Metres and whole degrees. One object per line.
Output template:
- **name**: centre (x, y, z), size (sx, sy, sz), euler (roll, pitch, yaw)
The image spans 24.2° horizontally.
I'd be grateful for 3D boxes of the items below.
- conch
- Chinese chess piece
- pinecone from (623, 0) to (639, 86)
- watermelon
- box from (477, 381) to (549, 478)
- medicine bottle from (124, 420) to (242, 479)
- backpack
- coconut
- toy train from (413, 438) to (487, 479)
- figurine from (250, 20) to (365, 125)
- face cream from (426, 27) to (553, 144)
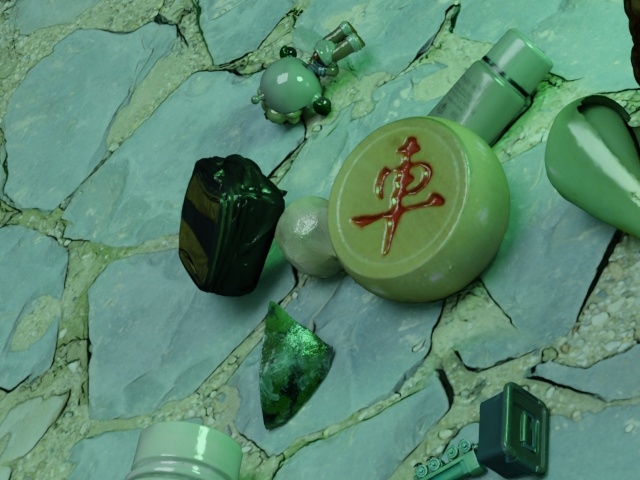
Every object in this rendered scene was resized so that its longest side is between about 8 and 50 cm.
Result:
- **conch**: centre (0.380, -0.083, 1.778), size (0.250, 0.143, 0.137), euler (29, 119, 38)
- **Chinese chess piece**: centre (0.124, -0.042, 1.941), size (0.251, 0.097, 0.251), euler (-17, 61, 33)
- **pinecone**: centre (0.504, -0.256, 1.634), size (0.398, 0.398, 0.398), euler (-24, 42, 24)
- **watermelon**: centre (-0.040, 0.175, 1.980), size (0.101, 0.080, 0.155), euler (13, 56, 8)
- **box**: centre (0.215, 0.219, 1.687), size (0.054, 0.074, 0.099), euler (-30, 38, 39)
- **medicine bottle**: centre (-0.187, 0.376, 1.819), size (0.170, 0.170, 0.293), euler (-15, 47, 32)
- **backpack**: centre (-0.140, -0.029, 2.171), size (0.258, 0.133, 0.206), euler (41, 118, 61)
- **coconut**: centre (0.000, 0.000, 2.062), size (0.110, 0.110, 0.124), euler (-43, 35, 2)
- **toy train**: centre (0.150, 0.266, 1.735), size (0.092, 0.029, 0.045), euler (-33, 55, 20)
- **figurine**: centre (-0.017, -0.257, 2.323), size (0.197, 0.093, 0.147), euler (-33, 61, 2)
- **face cream**: centre (0.186, -0.152, 2.049), size (0.314, 0.089, 0.143), euler (-47, 40, 9)
